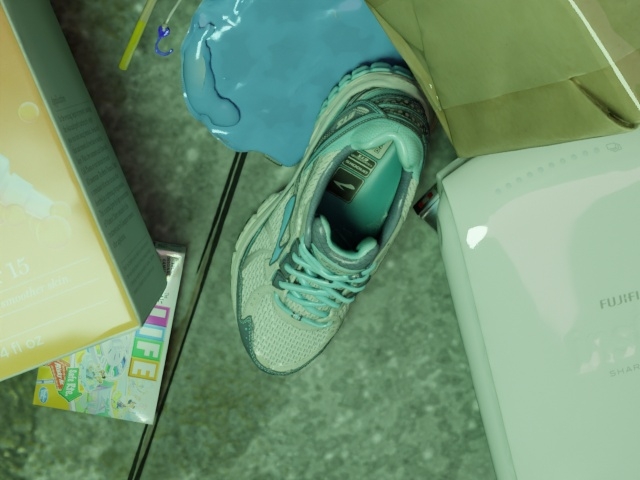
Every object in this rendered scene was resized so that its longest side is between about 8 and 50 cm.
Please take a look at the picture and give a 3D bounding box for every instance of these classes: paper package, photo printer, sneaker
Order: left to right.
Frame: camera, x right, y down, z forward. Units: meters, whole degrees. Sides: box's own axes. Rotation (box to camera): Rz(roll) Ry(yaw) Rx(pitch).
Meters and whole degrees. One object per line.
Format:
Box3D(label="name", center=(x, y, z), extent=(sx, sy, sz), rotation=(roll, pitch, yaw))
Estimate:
Box3D(label="sneaker", center=(0.000, 0.000, 1.063), extent=(0.110, 0.122, 0.283), rotation=(19, 116, -10))
Box3D(label="photo printer", center=(0.235, 0.043, 1.072), extent=(0.256, 0.107, 0.307), rotation=(-14, 104, 0))
Box3D(label="paper package", center=(0.226, -0.213, 0.916), extent=(0.325, 0.309, 0.168), rotation=(-35, 97, -12))

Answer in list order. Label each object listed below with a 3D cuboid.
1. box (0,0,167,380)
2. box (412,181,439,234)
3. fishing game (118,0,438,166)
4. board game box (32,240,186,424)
Box3D(label="box", center=(-0.284, -0.070, 1.004), extent=(0.215, 0.168, 0.345), rotation=(-22, 98, 4))
Box3D(label="box", center=(0.191, 0.004, 1.135), extent=(0.207, 0.036, 0.114), rotation=(42, 98, -12))
Box3D(label="fishing game", center=(-0.019, -0.143, 1.071), extent=(0.264, 0.041, 0.189), rotation=(16, 121, -16))
Box3D(label="board game box", center=(-0.177, 0.071, 1.134), extent=(0.103, 0.026, 0.154), rotation=(10, 103, -6))
